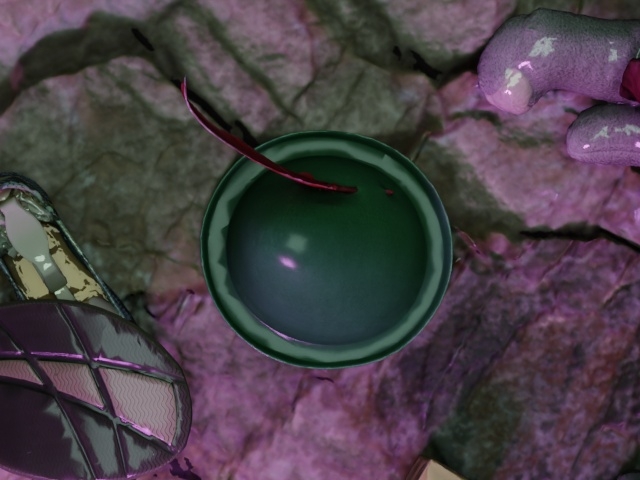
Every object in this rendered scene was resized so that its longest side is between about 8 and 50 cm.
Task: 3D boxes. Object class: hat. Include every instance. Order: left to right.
[{"bbox_3d":[0.000,0.000,1.203,0.208,0.183,0.173,6,86,-5],"label":"hat"}]

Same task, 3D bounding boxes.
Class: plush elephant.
[{"bbox_3d":[0.290,-0.053,1.193,0.330,0.272,0.255,16,58,-27],"label":"plush elephant"}]

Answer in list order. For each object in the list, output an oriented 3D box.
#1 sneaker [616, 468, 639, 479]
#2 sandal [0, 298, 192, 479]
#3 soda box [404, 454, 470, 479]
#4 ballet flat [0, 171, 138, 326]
[{"bbox_3d":[0.199,0.241,1.277,0.077,0.072,0.178,36,85,21],"label":"sneaker"},{"bbox_3d":[-0.227,0.098,1.216,0.302,0.086,0.120,1,88,17],"label":"sandal"},{"bbox_3d":[0.051,0.241,1.255,0.058,0.061,0.181,31,84,-2],"label":"soda box"},{"bbox_3d":[-0.181,0.036,1.245,0.070,0.070,0.188,-36,91,-6],"label":"ballet flat"}]
